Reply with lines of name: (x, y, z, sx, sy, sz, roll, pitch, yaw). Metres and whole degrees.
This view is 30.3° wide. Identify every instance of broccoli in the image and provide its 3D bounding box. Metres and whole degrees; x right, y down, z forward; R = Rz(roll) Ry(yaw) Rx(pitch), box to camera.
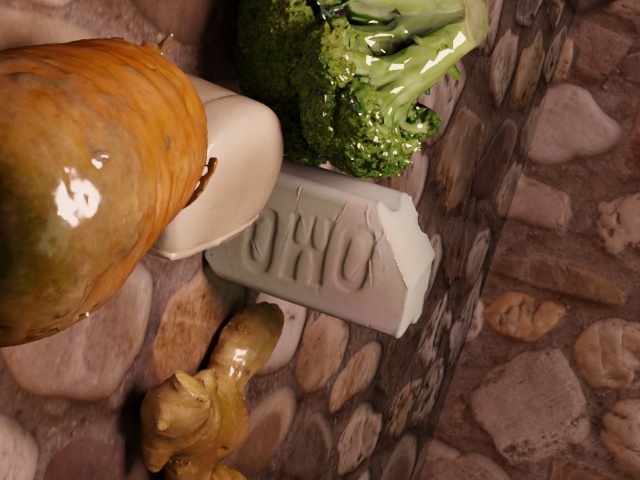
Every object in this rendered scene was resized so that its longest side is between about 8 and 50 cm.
broccoli: (0.041, -0.255, 1.434, 0.310, 0.321, 0.413, -50, 179, 30)

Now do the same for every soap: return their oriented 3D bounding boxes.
soap: (0.000, 0.000, 1.548, 0.095, 0.289, 0.173, -36, 141, -62)

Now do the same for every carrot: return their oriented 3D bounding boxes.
carrot: (-0.230, -0.052, 0.958, 0.340, 0.224, 0.224, -62, 164, -67)

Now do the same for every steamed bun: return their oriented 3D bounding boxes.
steamed bun: (-0.142, -0.091, 1.297, 0.242, 0.146, 0.164, -29, 139, -63)

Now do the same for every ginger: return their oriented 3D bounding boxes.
ginger: (-0.171, 0.277, 1.633, 0.348, 0.122, 0.363, -13, 125, -65)
